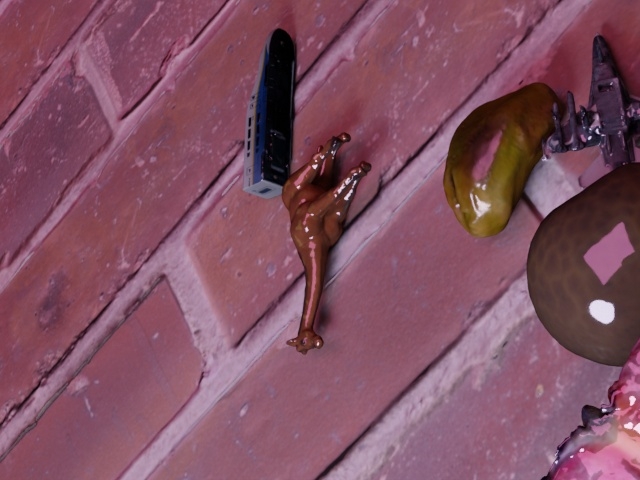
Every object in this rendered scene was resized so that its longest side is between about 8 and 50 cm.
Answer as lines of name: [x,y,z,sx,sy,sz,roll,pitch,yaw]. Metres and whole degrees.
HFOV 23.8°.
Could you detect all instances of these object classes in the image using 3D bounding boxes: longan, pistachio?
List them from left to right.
pistachio: [0.195,-0.099,1.711,0.110,0.100,0.189,32,98,43]
longan: [0.305,0.026,1.490,0.212,0.198,0.198,-37,50,22]

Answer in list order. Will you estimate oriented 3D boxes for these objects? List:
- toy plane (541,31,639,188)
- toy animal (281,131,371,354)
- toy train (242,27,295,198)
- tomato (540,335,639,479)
toy plane: [0.310,-0.144,1.631,0.160,0.082,0.234,-11,64,13]
toy animal: [0.000,0.000,1.890,0.229,0.066,0.224,-57,39,21]
toy train: [-0.068,-0.174,2.044,0.051,0.052,0.233,-21,60,44]
tomato: [0.372,0.226,1.352,0.290,0.176,0.335,34,99,26]
